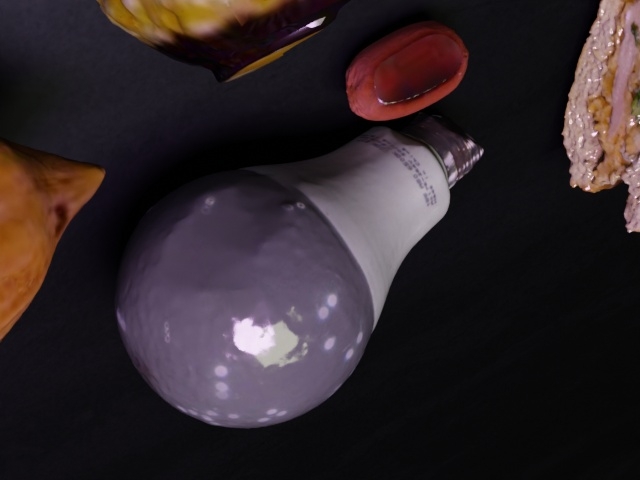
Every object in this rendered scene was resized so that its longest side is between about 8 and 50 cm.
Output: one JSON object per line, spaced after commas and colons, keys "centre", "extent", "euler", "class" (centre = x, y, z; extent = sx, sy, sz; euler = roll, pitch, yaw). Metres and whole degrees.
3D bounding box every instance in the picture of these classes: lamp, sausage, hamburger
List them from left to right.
{"centre": [0.006, 0.011, 0.856], "extent": [0.314, 0.182, 0.182], "euler": [-27, 142, -14], "class": "lamp"}
{"centre": [0.061, -0.121, 0.863], "extent": [0.094, 0.059, 0.054], "euler": [-28, -175, -11], "class": "sausage"}
{"centre": [0.310, -0.145, 0.962], "extent": [0.157, 0.144, 0.283], "euler": [-16, 136, -26], "class": "hamburger"}

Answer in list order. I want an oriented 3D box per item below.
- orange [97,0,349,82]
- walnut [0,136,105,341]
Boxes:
{"centre": [0.039, -0.225, 0.600], "extent": [0.369, 0.271, 0.210], "euler": [-27, 98, -12], "class": "orange"}
{"centre": [-0.270, 0.024, 0.639], "extent": [0.336, 0.209, 0.209], "euler": [-22, 140, -19], "class": "walnut"}
